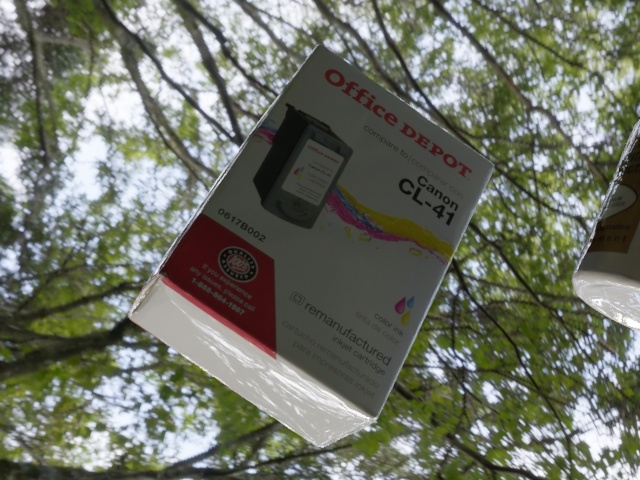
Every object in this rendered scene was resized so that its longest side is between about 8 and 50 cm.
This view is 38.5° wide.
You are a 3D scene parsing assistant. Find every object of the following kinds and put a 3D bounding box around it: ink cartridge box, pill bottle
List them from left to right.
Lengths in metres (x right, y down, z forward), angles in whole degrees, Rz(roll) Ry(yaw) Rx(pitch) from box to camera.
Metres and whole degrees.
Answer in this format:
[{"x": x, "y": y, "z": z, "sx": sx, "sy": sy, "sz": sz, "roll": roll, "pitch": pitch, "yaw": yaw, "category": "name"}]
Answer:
[{"x": 0.000, "y": 0.000, "z": 0.863, "sx": 0.226, "sy": 0.131, "sz": 0.306, "roll": 34, "pitch": -121, "yaw": -7, "category": "ink cartridge box"}, {"x": 0.307, "y": -0.041, "z": 0.750, "sx": 0.131, "sy": 0.131, "sz": 0.229, "roll": 20, "pitch": -104, "yaw": 26, "category": "pill bottle"}]
